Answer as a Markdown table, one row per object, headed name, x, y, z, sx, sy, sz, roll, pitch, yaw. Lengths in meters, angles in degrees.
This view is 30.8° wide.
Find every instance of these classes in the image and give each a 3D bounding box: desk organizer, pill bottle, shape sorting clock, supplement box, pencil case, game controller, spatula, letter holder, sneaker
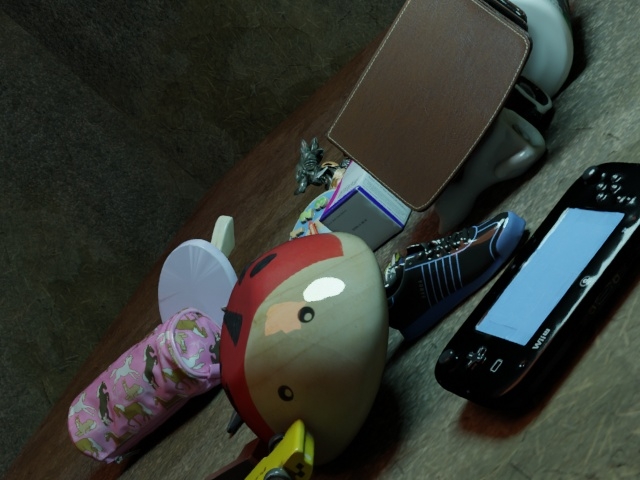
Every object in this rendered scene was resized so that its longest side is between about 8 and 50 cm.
| name | x | y | z | sx | sy | sz | roll | pitch | yaw |
| --- | --- | --- | --- | --- | --- | --- | --- | --- | --- |
| desk organizer | -0.113 | 0.328 | 1.652 | 0.130 | 0.047 | 0.050 | -37 | 14 | 42 |
| pill bottle | 0.315 | -0.364 | 1.941 | 0.204 | 0.204 | 0.361 | -42 | 14 | 26 |
| shape sorting clock | 0.000 | 0.000 | 2.149 | 0.206 | 0.040 | 0.206 | -36 | 42 | 43 |
| supplement box | 0.101 | -0.090 | 2.058 | 0.111 | 0.114 | 0.220 | -39 | 16 | 40 |
| pencil case | -0.334 | 0.288 | 2.269 | 0.386 | 0.167 | 0.160 | -41 | 9 | 32 |
| game controller | 0.248 | 0.043 | 1.226 | 0.319 | 0.067 | 0.166 | -51 | 12 | -10 |
| spatula | -0.071 | 0.195 | 1.934 | 0.296 | 0.030 | 0.084 | -54 | -5 | -12 |
| letter holder | 0.189 | -0.213 | 1.704 | 0.152 | 0.214 | 0.302 | -7 | -46 | -57 |
| sneaker | 0.159 | 0.031 | 1.515 | 0.232 | 0.090 | 0.081 | -44 | 12 | 19 |
| sneaker | 0.112 | 0.053 | 1.778 | 0.035 | 0.031 | 0.083 | -57 | 2 | 32 |

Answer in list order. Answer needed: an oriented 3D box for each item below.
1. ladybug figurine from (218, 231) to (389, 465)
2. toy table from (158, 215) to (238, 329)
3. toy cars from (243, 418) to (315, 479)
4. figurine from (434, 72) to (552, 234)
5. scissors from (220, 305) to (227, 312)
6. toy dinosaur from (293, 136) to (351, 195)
| name | x | y | z | sx | sy | sz | roll | pitch | yaw |
| --- | --- | --- | --- | --- | --- | --- | --- | --- | --- |
| ladybug figurine | -0.036 | 0.130 | 1.522 | 0.449 | 0.162 | 0.305 | 178 | 105 | -78 |
| toy table | -0.212 | 0.100 | 2.315 | 0.161 | 0.252 | 0.274 | -49 | -26 | -57 |
| toy cars | -0.104 | 0.384 | 1.289 | 0.394 | 0.087 | 0.176 | -57 | 10 | -25 |
| figurine | 0.246 | -0.123 | 1.748 | 0.209 | 0.092 | 0.215 | -50 | 10 | 34 |
| scissors | -0.087 | 0.146 | 1.780 | 0.109 | 0.021 | 0.297 | -61 | -26 | 13 |
| toy dinosaur | 0.050 | -0.118 | 2.270 | 0.322 | 0.164 | 0.218 | -38 | 24 | -16 |
